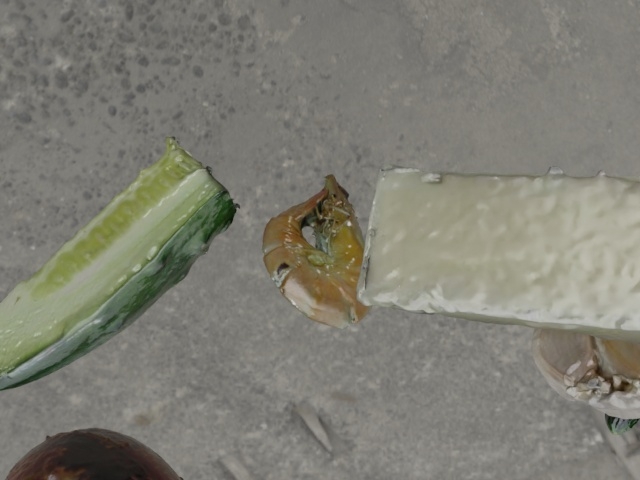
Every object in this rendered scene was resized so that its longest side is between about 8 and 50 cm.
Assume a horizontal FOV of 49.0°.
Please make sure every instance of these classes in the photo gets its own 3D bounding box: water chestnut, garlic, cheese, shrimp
[{"bbox_3d":[-0.329,0.464,1.070,0.350,0.350,0.302,-23,164,19],"label":"water chestnut"},{"bbox_3d":[0.333,0.106,0.701,0.229,0.178,0.143,-19,124,42],"label":"garlic"},{"bbox_3d":[0.203,0.012,0.284,0.400,0.085,0.034,6,159,28],"label":"cheese"},{"bbox_3d":[0.000,-0.001,0.860,0.145,0.267,0.061,21,132,-12],"label":"shrimp"}]

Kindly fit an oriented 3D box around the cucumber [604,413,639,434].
[{"bbox_3d":[0.421,0.155,0.883,0.052,0.215,0.058,34,167,13],"label":"cucumber"}]

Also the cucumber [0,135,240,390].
[{"bbox_3d":[-0.222,0.045,0.728,0.325,0.145,0.105,-44,143,-13],"label":"cucumber"}]
